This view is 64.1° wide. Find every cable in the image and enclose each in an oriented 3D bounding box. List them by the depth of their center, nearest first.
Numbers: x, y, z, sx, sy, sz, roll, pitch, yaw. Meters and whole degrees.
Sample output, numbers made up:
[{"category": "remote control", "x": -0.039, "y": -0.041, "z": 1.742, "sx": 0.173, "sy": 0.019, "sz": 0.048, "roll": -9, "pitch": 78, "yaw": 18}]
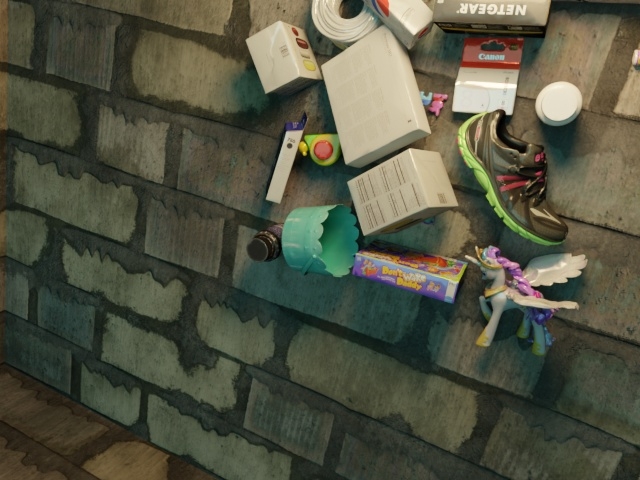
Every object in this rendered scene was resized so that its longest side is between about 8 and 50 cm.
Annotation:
[{"category": "cable", "x": 0.099, "y": -0.783, "z": 1.701, "sx": 0.257, "sy": 0.089, "sz": 0.257, "roll": -1, "pitch": 93, "yaw": 18}]

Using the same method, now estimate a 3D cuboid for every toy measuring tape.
[{"category": "toy measuring tape", "x": 0.080, "y": -0.330, "z": 1.839, "sx": 0.329, "sy": 0.121, "sz": 0.122, "roll": -1, "pitch": 102, "yaw": 12}]

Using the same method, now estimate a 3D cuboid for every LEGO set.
[{"category": "LEGO set", "x": 0.301, "y": -0.454, "z": 1.717, "sx": 0.227, "sy": 0.087, "sz": 0.093, "roll": 14, "pitch": 107, "yaw": 21}]

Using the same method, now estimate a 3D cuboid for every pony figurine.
[{"category": "pony figurine", "x": 0.651, "y": 0.187, "z": 1.644, "sx": 0.350, "sy": 0.303, "sz": 0.364, "roll": 4, "pitch": 119, "yaw": 31}]

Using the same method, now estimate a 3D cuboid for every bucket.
[{"category": "bucket", "x": 0.000, "y": 0.000, "z": 1.861, "sx": 0.183, "sy": 0.281, "sz": 0.281, "roll": 2, "pitch": 103, "yaw": 32}]

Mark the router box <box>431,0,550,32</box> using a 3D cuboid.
[{"category": "router box", "x": 0.502, "y": -0.655, "z": 1.494, "sx": 0.308, "sy": 0.243, "sz": 0.081, "roll": 12, "pitch": 107, "yaw": 20}]

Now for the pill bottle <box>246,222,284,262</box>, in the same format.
[{"category": "pill bottle", "x": -0.190, "y": 0.012, "z": 1.968, "sx": 0.122, "sy": 0.219, "sz": 0.123, "roll": 6, "pitch": 105, "yaw": 22}]

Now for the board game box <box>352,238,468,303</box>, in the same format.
[{"category": "board game box", "x": 0.314, "y": 0.097, "z": 1.763, "sx": 0.347, "sy": 0.233, "sz": 0.078, "roll": 15, "pitch": 109, "yaw": 19}]

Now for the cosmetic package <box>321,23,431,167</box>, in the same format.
[{"category": "cosmetic package", "x": 0.174, "y": -0.469, "z": 1.682, "sx": 0.284, "sy": 0.097, "sz": 0.378, "roll": -22, "pitch": 75, "yaw": 38}]

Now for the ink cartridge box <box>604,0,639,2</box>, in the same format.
[{"category": "ink cartridge box", "x": 0.720, "y": -0.818, "z": 1.401, "sx": 0.394, "sy": 0.166, "sz": 0.286, "roll": 13, "pitch": 108, "yaw": 21}]

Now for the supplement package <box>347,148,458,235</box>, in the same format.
[{"category": "supplement package", "x": 0.269, "y": -0.153, "z": 1.691, "sx": 0.262, "sy": 0.199, "sz": 0.198, "roll": -25, "pitch": 77, "yaw": 40}]

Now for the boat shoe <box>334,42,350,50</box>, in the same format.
[{"category": "boat shoe", "x": 0.080, "y": -0.693, "z": 1.781, "sx": 0.133, "sy": 0.049, "sz": 0.042, "roll": 41, "pitch": 87, "yaw": 17}]

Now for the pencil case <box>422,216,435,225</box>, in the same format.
[{"category": "pencil case", "x": 0.389, "y": -0.132, "z": 1.768, "sx": 0.070, "sy": 0.064, "sz": 0.152, "roll": 20, "pitch": 112, "yaw": -3}]

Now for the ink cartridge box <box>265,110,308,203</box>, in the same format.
[{"category": "ink cartridge box", "x": -0.129, "y": -0.318, "z": 1.892, "sx": 0.065, "sy": 0.165, "sz": 0.333, "roll": 17, "pitch": 110, "yaw": -12}]

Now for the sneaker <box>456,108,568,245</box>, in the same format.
[{"category": "sneaker", "x": 0.617, "y": -0.194, "z": 1.580, "sx": 0.202, "sy": 0.185, "sz": 0.483, "roll": -37, "pitch": 88, "yaw": 39}]

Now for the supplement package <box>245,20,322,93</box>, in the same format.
[{"category": "supplement package", "x": -0.122, "y": -0.630, "z": 1.793, "sx": 0.149, "sy": 0.203, "sz": 0.194, "roll": -18, "pitch": 96, "yaw": 25}]

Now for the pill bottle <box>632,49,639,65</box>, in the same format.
[{"category": "pill bottle", "x": 0.934, "y": -0.519, "z": 1.449, "sx": 0.083, "sy": 0.043, "sz": 0.044, "roll": 5, "pitch": 104, "yaw": 22}]

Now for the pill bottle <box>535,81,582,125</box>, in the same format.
[{"category": "pill bottle", "x": 0.690, "y": -0.396, "z": 1.486, "sx": 0.124, "sy": 0.221, "sz": 0.124, "roll": 6, "pitch": 104, "yaw": 23}]

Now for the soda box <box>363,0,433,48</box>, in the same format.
[{"category": "soda box", "x": 0.217, "y": -0.733, "z": 1.564, "sx": 0.098, "sy": 0.091, "sz": 0.286, "roll": -40, "pitch": 84, "yaw": -4}]

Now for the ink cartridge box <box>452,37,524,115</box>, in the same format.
[{"category": "ink cartridge box", "x": 0.529, "y": -0.520, "z": 1.621, "sx": 0.189, "sy": 0.066, "sz": 0.233, "roll": 10, "pitch": 110, "yaw": 21}]
